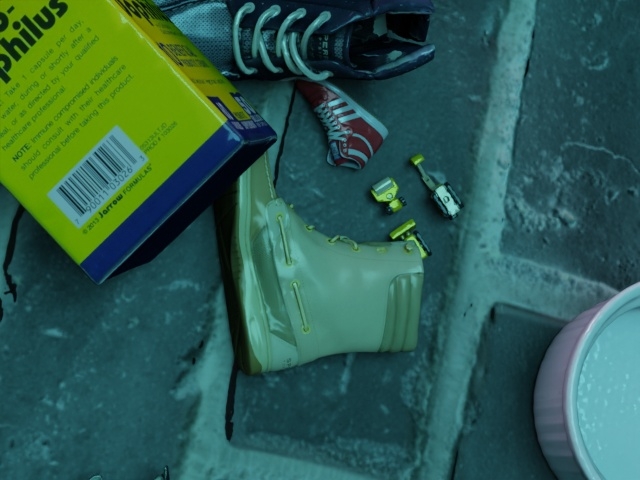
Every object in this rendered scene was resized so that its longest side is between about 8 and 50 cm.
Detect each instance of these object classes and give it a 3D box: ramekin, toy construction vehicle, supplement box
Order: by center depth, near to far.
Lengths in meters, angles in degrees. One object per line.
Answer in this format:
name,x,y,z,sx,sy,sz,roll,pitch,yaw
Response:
supplement box,-0.239,-0.159,1.423,0.195,0.194,0.356,-44,89,9
ramekin,0.366,0.181,1.638,0.277,0.135,0.277,2,81,-16
toy construction vehicle,0.105,-0.034,1.647,0.086,0.035,0.098,-36,91,-7

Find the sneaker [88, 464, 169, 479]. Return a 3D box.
sneaker,-0.149,0.307,1.488,0.235,0.094,0.153,22,85,-2

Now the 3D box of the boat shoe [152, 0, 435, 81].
boat shoe,-0.045,-0.217,1.542,0.340,0.158,0.127,-15,118,-18

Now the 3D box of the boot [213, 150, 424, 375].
boot,0.000,0.000,1.575,0.203,0.095,0.262,-6,86,-17

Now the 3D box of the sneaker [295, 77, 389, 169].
sneaker,0.012,-0.124,1.623,0.118,0.042,0.067,35,71,-11
